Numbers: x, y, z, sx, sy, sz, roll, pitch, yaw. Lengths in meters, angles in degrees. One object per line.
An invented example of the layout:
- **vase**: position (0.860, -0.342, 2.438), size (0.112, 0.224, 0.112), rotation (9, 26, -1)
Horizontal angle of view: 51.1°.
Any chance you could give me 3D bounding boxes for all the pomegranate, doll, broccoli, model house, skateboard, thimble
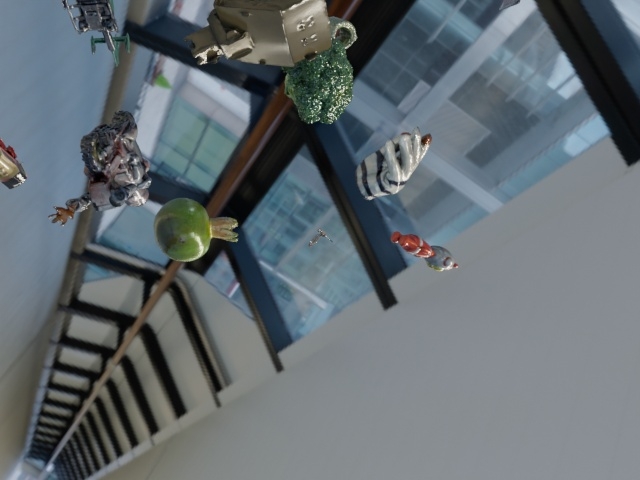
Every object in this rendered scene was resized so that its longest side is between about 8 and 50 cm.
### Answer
- **pomegranate**: position (-0.449, -0.040, 2.420), size (0.236, 0.302, 0.235), rotation (176, -90, -87)
- **doll**: position (0.332, 0.038, 2.076), size (0.076, 0.245, 0.142), rotation (-62, -154, 2)
- **broccoli**: position (0.000, -0.342, 1.439), size (0.156, 0.195, 0.195), rotation (24, -103, 49)
- **model house**: position (-0.134, -0.411, 1.196), size (0.243, 0.204, 0.211), rotation (-28, 168, -1)
- **skateboard**: position (0.000, 0.000, 1.978), size (0.064, 0.032, 0.083), rotation (-48, -158, -7)
- **thimble**: position (0.053, -0.601, 1.945), size (0.110, 0.062, 0.084), rotation (-9, 123, -47)

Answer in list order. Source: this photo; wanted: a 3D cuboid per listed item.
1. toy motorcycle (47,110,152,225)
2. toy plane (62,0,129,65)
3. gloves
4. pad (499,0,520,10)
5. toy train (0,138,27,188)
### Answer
- **toy motorcycle**: position (-0.439, -0.133, 1.393), size (0.134, 0.207, 0.401), rotation (-9, -158, 4)
- **toy plane**: position (-0.526, -0.549, 1.600), size (0.381, 0.107, 0.155), rotation (92, -7, -64)
- **gloves**: position (0.196, -0.197, 1.724), size (0.219, 0.131, 0.140), rotation (-25, -173, 19)
- **pad**: position (0.493, -0.694, 1.564), size (0.202, 0.005, 0.299), rotation (-82, -170, -75)
- **toy train**: position (-0.631, -0.161, 1.307), size (0.050, 0.087, 0.138), rotation (-32, 160, -6)
